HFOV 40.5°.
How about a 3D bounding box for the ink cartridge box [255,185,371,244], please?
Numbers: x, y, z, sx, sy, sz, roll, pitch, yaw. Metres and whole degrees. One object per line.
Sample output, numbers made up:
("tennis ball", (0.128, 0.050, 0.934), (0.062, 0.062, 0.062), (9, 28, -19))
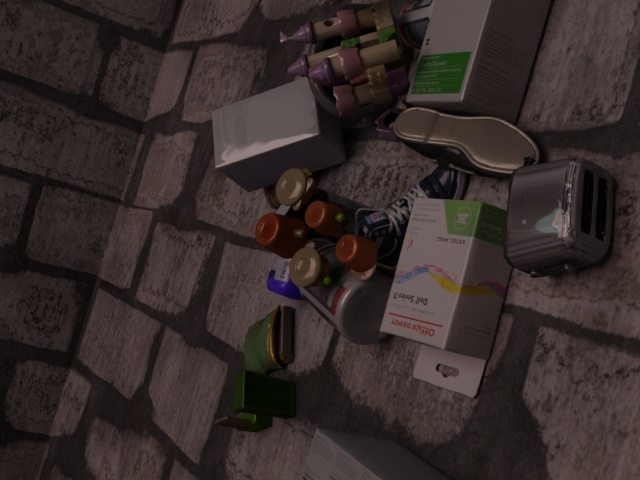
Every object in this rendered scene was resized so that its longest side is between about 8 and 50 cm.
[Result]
("ink cartridge box", (-0.015, -0.025, 2.045), (0.208, 0.206, 0.045), (-54, 32, 29))

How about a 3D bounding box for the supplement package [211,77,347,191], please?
("supplement package", (-0.105, -0.266, 2.208), (0.293, 0.175, 0.177), (-15, 65, 21))

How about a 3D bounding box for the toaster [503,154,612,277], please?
("toaster", (0.408, -0.050, 1.482), (0.146, 0.129, 0.226), (-12, 63, 51))

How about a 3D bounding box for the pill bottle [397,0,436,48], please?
("pill bottle", (0.266, -0.492, 1.931), (0.180, 0.108, 0.107), (5, 80, 58))

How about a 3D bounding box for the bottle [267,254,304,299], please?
("bottle", (-0.050, 0.005, 2.190), (0.118, 0.092, 0.282), (13, 86, 58))

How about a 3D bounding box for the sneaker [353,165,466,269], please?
("sneaker", (0.178, -0.065, 1.814), (0.282, 0.153, 0.099), (-57, 35, 22))

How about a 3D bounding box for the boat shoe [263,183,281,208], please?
("boat shoe", (-0.121, -0.231, 2.394), (0.116, 0.123, 0.324), (-40, 42, 44))

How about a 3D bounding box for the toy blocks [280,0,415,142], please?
("toy blocks", (0.054, -0.384, 1.915), (0.260, 0.309, 0.288), (-16, 59, 10))

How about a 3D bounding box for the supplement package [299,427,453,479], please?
("supplement package", (0.115, 0.472, 1.601), (0.262, 0.204, 0.145), (23, 95, 58))

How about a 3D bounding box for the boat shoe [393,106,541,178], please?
("boat shoe", (0.300, -0.189, 1.733), (0.335, 0.095, 0.112), (23, 81, 37))

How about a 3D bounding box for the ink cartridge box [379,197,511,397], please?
("ink cartridge box", (0.240, 0.104, 1.669), (0.207, 0.119, 0.353), (7, 81, 58))

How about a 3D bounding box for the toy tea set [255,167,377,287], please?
("toy tea set", (0.000, 0.000, 1.857), (0.200, 0.124, 0.336), (-55, 49, 13))

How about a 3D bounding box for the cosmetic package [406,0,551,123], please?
("cosmetic package", (0.332, -0.431, 1.757), (0.197, 0.155, 0.365), (12, 87, 59))

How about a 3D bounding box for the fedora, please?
("fedora", (0.087, -0.423, 2.115), (0.124, 0.244, 0.275), (142, 139, -86))

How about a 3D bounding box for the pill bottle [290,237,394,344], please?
("pill bottle", (0.049, 0.102, 1.925), (0.283, 0.161, 0.161), (39, 108, 56))

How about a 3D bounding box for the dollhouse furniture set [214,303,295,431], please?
("dollhouse furniture set", (-0.177, 0.309, 2.182), (0.198, 0.151, 0.301), (-32, 50, 47))
